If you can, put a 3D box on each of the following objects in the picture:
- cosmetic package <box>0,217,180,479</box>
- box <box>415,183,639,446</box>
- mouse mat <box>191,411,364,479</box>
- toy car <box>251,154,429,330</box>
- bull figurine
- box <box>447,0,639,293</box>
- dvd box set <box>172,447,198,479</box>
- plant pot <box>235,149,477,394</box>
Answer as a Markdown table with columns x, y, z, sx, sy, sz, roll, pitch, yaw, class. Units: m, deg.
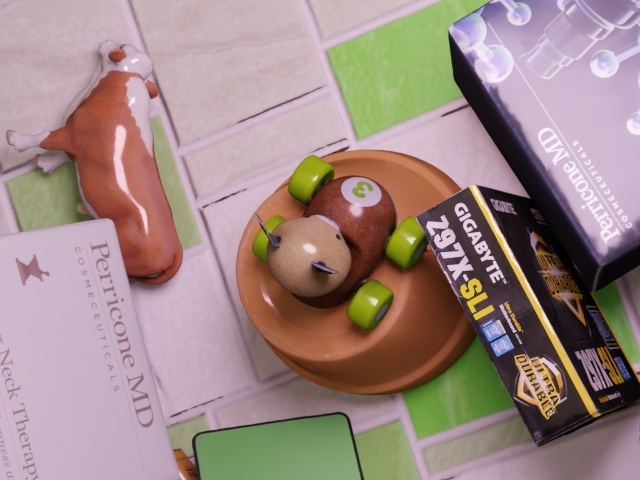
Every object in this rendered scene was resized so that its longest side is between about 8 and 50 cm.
| x | y | z | sx | sy | sz | roll | pitch | yaw | class |
| --- | --- | --- | --- | --- | --- | --- | --- | --- | --- |
| -0.435 | 0.183 | 1.891 | 0.327 | 0.394 | 0.329 | -16 | 88 | 37 | cosmetic package |
| 0.229 | 0.075 | 1.769 | 0.079 | 0.322 | 0.257 | -29 | 79 | 16 | box |
| -0.046 | 0.273 | 1.942 | 0.190 | 0.007 | 0.152 | -7 | 54 | -8 | mouse mat |
| 0.000 | 0.000 | 1.702 | 0.155 | 0.188 | 0.149 | 33 | 98 | 16 | toy car |
| -0.265 | -0.088 | 2.051 | 0.188 | 0.101 | 0.310 | -18 | 82 | 20 | bull figurine |
| 0.373 | -0.178 | 1.751 | 0.395 | 0.212 | 0.293 | -32 | 79 | 1 | box |
| -0.162 | 0.505 | 2.013 | 0.307 | 0.062 | 0.420 | -42 | 76 | 12 | dvd box set |
| 0.030 | 0.034 | 1.897 | 0.291 | 0.203 | 0.290 | -1 | 88 | 19 | plant pot |
